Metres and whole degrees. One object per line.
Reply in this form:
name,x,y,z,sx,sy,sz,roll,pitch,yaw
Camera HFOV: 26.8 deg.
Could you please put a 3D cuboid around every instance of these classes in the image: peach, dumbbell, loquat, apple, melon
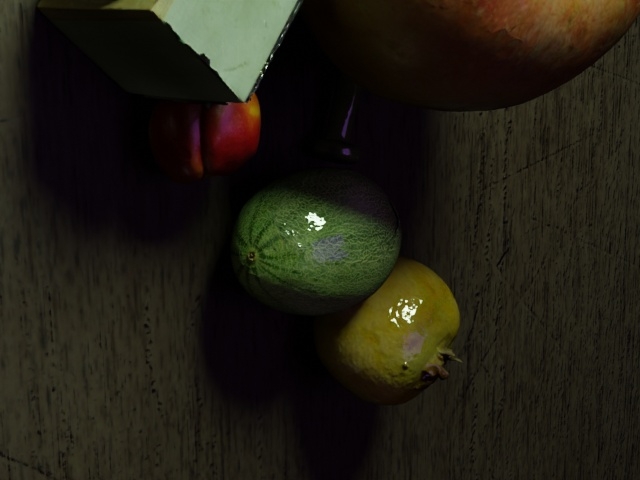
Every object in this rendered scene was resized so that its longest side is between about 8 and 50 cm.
peach,-0.099,-0.101,1.136,0.100,0.100,0.101,-15,110,-47
dumbbell,0.024,-0.134,1.307,0.046,0.052,0.118,14,87,-68
loquat,0.067,0.089,1.343,0.163,0.163,0.137,-36,155,-40
apple,0.120,-0.281,1.173,0.338,0.305,0.339,-9,106,-34
melon,0.000,0.000,1.244,0.192,0.139,0.139,-11,107,-49

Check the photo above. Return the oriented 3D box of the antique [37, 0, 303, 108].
antique,-0.113,-0.204,1.052,0.148,0.152,0.147,45,64,-43
